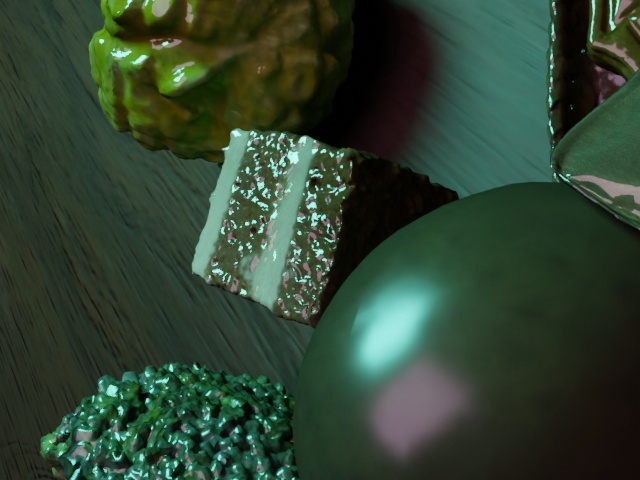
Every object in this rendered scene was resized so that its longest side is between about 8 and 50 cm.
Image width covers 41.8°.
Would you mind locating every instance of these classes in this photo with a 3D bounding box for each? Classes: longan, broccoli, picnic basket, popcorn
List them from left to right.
[{"bbox_3d":[-0.094,0.218,0.584,0.263,0.247,0.243,10,121,10],"label":"broccoli"},{"bbox_3d":[-0.089,-0.183,0.719,0.251,0.206,0.237,-135,54,-61],"label":"popcorn"},{"bbox_3d":[0.104,0.088,0.426,0.246,0.246,0.215,-61,32,10],"label":"longan"},{"bbox_3d":[0.196,-0.107,0.506,0.110,0.055,0.193,-5,74,38],"label":"picnic basket"}]

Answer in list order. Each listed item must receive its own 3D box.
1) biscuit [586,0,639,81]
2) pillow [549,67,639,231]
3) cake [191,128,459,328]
[{"bbox_3d":[0.228,-0.136,0.439,0.182,0.034,0.215,-30,69,8],"label":"biscuit"},{"bbox_3d":[0.216,-0.012,0.361,0.130,0.033,0.217,-40,60,-16],"label":"pillow"},{"bbox_3d":[0.000,0.000,0.607,0.147,0.135,0.134,8,81,41],"label":"cake"}]
